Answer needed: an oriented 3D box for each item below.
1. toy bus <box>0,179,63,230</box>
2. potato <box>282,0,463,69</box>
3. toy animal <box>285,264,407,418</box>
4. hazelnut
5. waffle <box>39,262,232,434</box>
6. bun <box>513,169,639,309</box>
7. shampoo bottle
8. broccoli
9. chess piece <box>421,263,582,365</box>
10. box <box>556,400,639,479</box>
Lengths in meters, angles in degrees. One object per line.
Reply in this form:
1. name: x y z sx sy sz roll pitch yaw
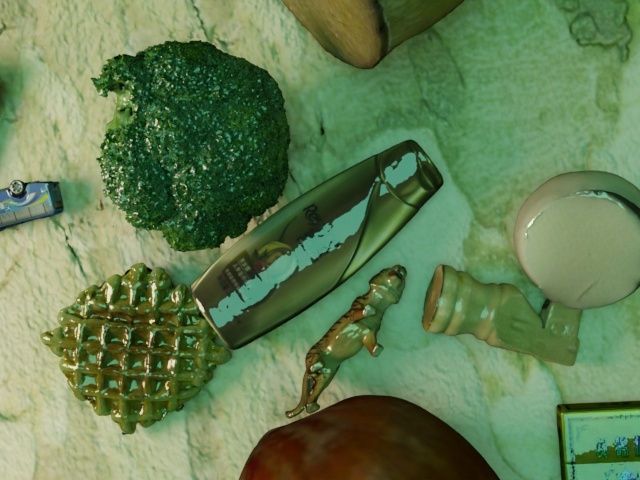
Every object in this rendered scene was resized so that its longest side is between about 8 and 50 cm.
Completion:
1. toy bus: -0.429 -0.045 1.321 0.153 0.051 0.061 -15 93 6
2. potato: 0.042 -0.461 1.115 0.319 0.385 0.442 -41 96 -8
3. toy animal: 0.034 0.133 1.248 0.056 0.099 0.241 39 98 -9
4. hazelnut: 0.055 0.371 1.138 0.365 0.366 0.366 0 89 6
5. waffle: -0.245 0.142 1.294 0.214 0.054 0.208 -40 85 5
6. bun: 0.328 -0.011 1.200 0.172 0.120 0.173 6 116 12
7. shampoo bottle: 0.000 0.000 1.256 0.350 0.084 0.126 -35 84 4
8. broccoli: -0.160 -0.123 1.215 0.241 0.269 0.262 2 114 40
9. chess piece: 0.236 0.098 1.237 0.200 0.090 0.090 16 91 -5
10. box: 0.376 0.314 1.218 0.140 0.064 0.220 -5 90 6
